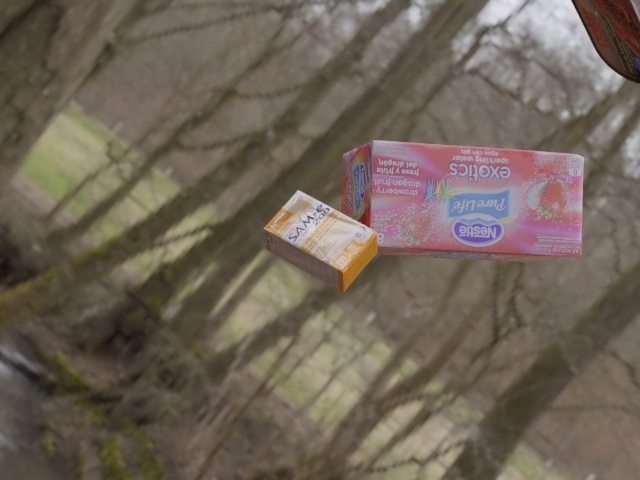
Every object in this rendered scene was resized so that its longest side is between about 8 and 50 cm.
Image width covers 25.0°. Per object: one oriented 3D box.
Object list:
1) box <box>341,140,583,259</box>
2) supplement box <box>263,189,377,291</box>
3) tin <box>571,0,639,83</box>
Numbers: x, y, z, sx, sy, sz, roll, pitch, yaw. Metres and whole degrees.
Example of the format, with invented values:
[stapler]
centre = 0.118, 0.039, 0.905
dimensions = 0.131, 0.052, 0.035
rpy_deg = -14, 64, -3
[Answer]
[box]
centre = 0.189, -0.049, 1.948
dimensions = 0.300, 0.142, 0.154
rpy_deg = 3, -5, -15
[supplement box]
centre = 0.000, 0.000, 1.438
dimensions = 0.098, 0.062, 0.036
rpy_deg = 28, -31, 22
[tin]
centre = 0.370, -0.275, 1.787
dimensions = 0.106, 0.040, 0.190
rpy_deg = 17, -30, 48
